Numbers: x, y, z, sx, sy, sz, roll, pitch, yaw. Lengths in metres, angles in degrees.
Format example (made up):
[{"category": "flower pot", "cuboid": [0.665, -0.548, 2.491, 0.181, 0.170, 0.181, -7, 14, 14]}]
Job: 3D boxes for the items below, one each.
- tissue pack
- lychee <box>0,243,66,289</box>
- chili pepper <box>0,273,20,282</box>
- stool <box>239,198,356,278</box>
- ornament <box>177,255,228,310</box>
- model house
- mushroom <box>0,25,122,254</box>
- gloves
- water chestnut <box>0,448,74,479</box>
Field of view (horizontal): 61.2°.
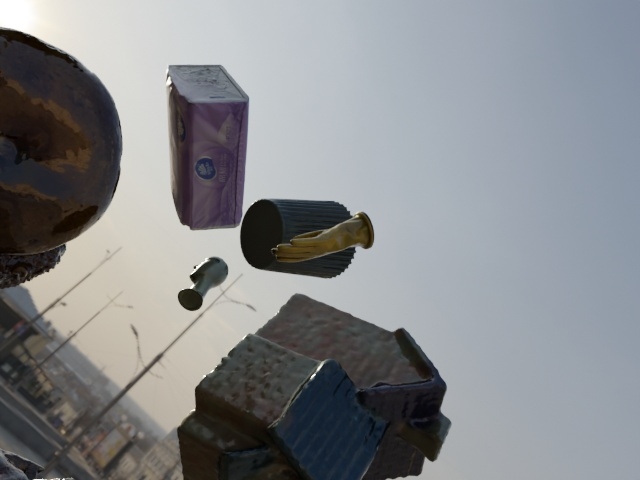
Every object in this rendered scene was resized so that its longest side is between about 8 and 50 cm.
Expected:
[{"category": "tissue pack", "cuboid": [-0.280, -0.221, 1.304, 0.242, 0.160, 0.338, -124, -145, -47]}, {"category": "lychee", "cuboid": [-0.695, -0.018, 1.195, 0.271, 0.236, 0.235, 59, -17, 28]}, {"category": "chili pepper", "cuboid": [-0.481, 0.107, 0.688, 0.059, 0.268, 0.050, 18, -65, -1]}, {"category": "stool", "cuboid": [-0.083, -0.011, 1.926, 0.297, 0.330, 0.296, -5, -96, 46]}, {"category": "ornament", "cuboid": [-0.274, 0.093, 1.280, 0.081, 0.156, 0.074, 35, -53, -5]}, {"category": "model house", "cuboid": [0.013, 0.257, 0.723, 0.280, 0.312, 0.245, 20, -56, 21]}, {"category": "mushroom", "cuboid": [-0.389, -0.137, 0.694, 0.254, 0.267, 0.267, 53, -9, 52]}, {"category": "gloves", "cuboid": [0.000, -0.001, 1.574, 0.133, 0.295, 0.116, 110, -38, -57]}, {"category": "water chestnut", "cuboid": [-0.641, 0.542, 1.074, 0.300, 0.300, 0.300, 34, -27, 20]}]
